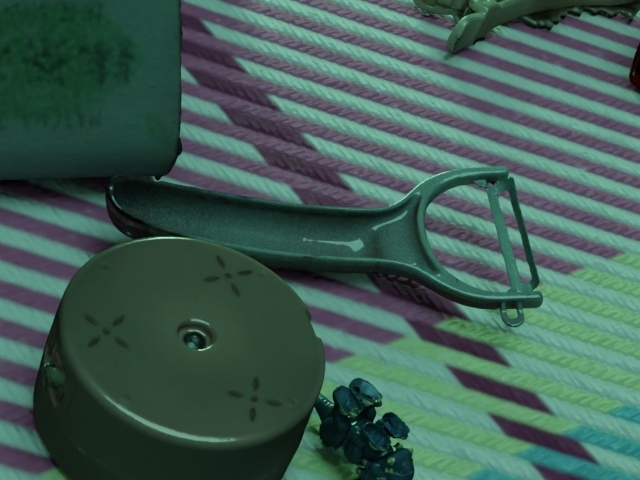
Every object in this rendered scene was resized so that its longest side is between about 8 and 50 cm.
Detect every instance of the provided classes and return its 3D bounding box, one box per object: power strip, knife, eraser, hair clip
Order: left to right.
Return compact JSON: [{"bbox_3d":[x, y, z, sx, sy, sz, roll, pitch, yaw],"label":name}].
[{"bbox_3d":[-0.200,-0.120,1.104,0.227,0.174,0.081,-2,5,-27],"label":"eraser"},{"bbox_3d":[-0.079,0.075,1.002,0.154,0.078,0.154,11,45,-12],"label":"power strip"},{"bbox_3d":[-0.001,0.001,1.138,0.278,0.053,0.123,4,49,-20],"label":"knife"},{"bbox_3d":[0.166,-0.190,1.434,0.226,0.034,0.072,-15,52,-36],"label":"hair clip"}]

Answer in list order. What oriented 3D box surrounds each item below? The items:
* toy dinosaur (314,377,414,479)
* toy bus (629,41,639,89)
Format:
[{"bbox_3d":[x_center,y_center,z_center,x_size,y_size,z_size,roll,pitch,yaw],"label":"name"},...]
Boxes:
[{"bbox_3d":[0.022,0.111,1.035,0.030,0.047,0.083,-21,60,-40],"label":"toy dinosaur"},{"bbox_3d":[0.316,-0.179,1.447,0.081,0.089,0.195,33,42,11],"label":"toy bus"}]
